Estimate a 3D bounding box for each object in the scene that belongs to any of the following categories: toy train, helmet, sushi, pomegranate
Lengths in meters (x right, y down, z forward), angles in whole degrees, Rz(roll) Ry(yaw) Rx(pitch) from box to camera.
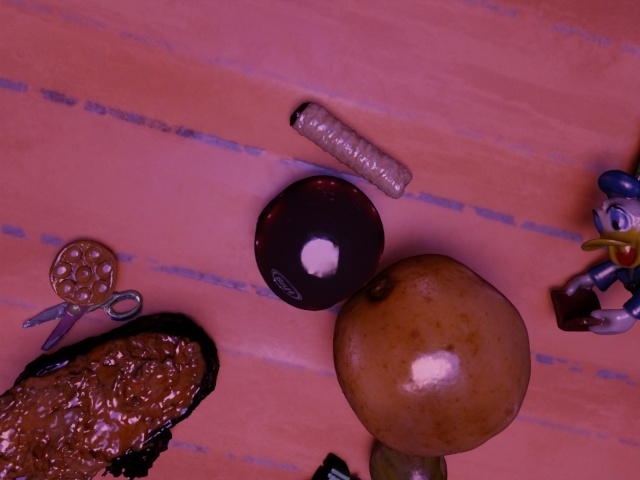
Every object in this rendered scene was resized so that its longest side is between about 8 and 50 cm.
[{"bbox_3d":[0.052,0.479,0.895,0.171,0.071,0.111,34,90,-9],"label":"toy train"},{"bbox_3d":[0.000,0.000,0.751,0.189,0.193,0.216,48,52,-11],"label":"helmet"},{"bbox_3d":[-0.320,0.258,0.764,0.349,0.207,0.234,-26,97,-3],"label":"sushi"},{"bbox_3d":[0.160,0.165,0.740,0.308,0.307,0.307,-1,101,-3],"label":"pomegranate"}]

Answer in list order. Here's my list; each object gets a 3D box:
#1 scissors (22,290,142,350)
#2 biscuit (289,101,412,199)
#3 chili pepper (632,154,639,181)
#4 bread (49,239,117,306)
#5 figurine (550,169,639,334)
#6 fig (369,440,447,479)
[{"bbox_3d":[-0.404,0.112,0.822,0.187,0.020,0.133,-34,98,0],"label":"scissors"},{"bbox_3d":[0.052,-0.145,0.784,0.219,0.055,0.061,36,67,-8],"label":"biscuit"},{"bbox_3d":[0.586,-0.176,0.804,0.100,0.074,0.256,26,103,-11],"label":"chili pepper"},{"bbox_3d":[-0.381,0.054,0.794,0.110,0.024,0.109,-1,97,-5],"label":"bread"},{"bbox_3d":[0.504,0.040,0.794,0.284,0.204,0.338,-25,104,20],"label":"figurine"},{"bbox_3d":[0.159,0.393,0.795,0.149,0.245,0.149,0,93,-3],"label":"fig"}]
